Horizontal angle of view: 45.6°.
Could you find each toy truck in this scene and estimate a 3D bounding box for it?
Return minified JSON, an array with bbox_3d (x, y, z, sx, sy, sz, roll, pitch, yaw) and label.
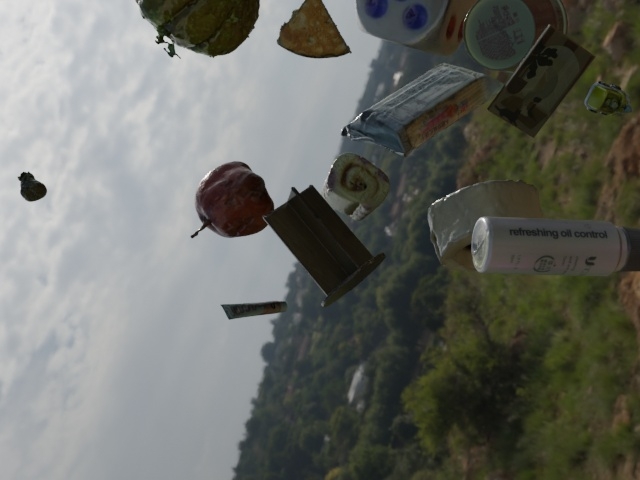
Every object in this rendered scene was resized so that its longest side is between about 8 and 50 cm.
[{"bbox_3d":[0.695,-0.331,1.816,0.077,0.111,0.076,-123,47,-55],"label":"toy truck"}]

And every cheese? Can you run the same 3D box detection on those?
[{"bbox_3d":[0.435,-0.032,2.008,0.332,0.292,0.153,20,-126,-50],"label":"cheese"}]

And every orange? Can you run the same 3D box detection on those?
[{"bbox_3d":[-0.246,-0.524,1.584,0.223,0.300,0.301,-35,-11,26],"label":"orange"}]

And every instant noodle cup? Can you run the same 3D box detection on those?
[{"bbox_3d":[0.460,-0.513,1.851,0.178,0.234,0.235,-28,-38,-53],"label":"instant noodle cup"}]

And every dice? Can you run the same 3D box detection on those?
[{"bbox_3d":[0.291,-0.734,2.260,0.277,0.304,0.304,-21,-49,-61],"label":"dice"}]

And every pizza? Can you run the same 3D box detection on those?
[{"bbox_3d":[-0.006,-0.340,1.195,0.026,0.123,0.109,-79,-3,-57],"label":"pizza"}]

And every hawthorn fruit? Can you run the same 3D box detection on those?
[{"bbox_3d":[-0.281,-0.097,2.252,0.271,0.242,0.242,-36,-12,-16],"label":"hawthorn fruit"}]

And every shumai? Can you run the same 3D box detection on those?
[{"bbox_3d":[-0.854,-0.167,2.253,0.083,0.082,0.080,-57,42,47],"label":"shumai"}]

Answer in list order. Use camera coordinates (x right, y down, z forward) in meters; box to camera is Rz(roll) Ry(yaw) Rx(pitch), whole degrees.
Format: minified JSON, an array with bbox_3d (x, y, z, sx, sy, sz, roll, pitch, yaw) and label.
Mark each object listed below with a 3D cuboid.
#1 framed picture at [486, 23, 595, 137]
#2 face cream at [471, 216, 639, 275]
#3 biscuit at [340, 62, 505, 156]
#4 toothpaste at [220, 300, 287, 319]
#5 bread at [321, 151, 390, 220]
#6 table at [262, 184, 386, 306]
[{"bbox_3d":[0.446,-0.318,1.538,0.201,0.136,0.010,-55,29,21],"label":"framed picture"},{"bbox_3d":[0.400,0.012,1.203,0.092,0.311,0.092,-177,90,-82],"label":"face cream"},{"bbox_3d":[0.207,-0.273,1.555,0.309,0.186,0.079,-36,-51,-19],"label":"biscuit"},{"bbox_3d":[-0.180,0.189,2.094,0.205,0.056,0.036,-2,-49,-43],"label":"toothpaste"},{"bbox_3d":[0.106,-0.167,2.391,0.155,0.187,0.338,-61,1,-6],"label":"bread"},{"bbox_3d":[0.000,0.000,1.579,0.167,0.227,0.167,-38,-10,-8],"label":"table"}]
